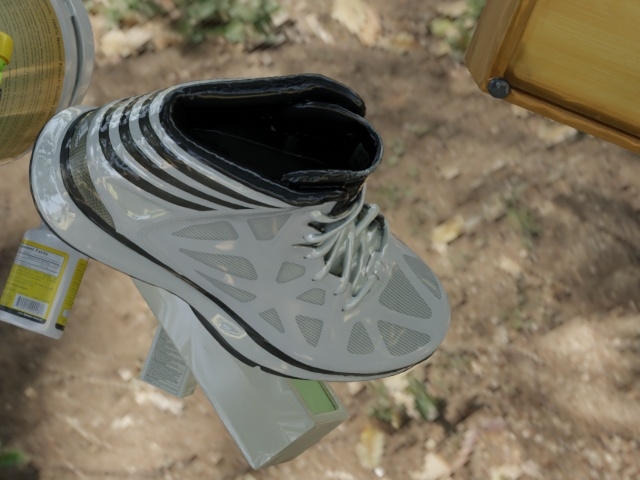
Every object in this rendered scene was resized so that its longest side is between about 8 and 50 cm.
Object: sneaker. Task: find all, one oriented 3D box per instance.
[{"bbox_3d":[-0.001,0.001,1.441,0.257,0.447,0.169,-12,59,48],"label":"sneaker"}]

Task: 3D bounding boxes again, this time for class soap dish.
[{"bbox_3d":[0.308,-0.202,1.699,0.291,0.229,0.118,22,40,0],"label":"soap dish"}]

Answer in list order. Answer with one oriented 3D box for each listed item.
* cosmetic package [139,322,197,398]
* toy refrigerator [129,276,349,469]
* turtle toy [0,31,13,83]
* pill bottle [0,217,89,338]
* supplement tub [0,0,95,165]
[{"bbox_3d":[-0.160,0.118,1.980,0.060,0.041,0.115,25,100,15],"label":"cosmetic package"},{"bbox_3d":[-0.087,0.097,1.778,0.094,0.102,0.269,-39,75,17],"label":"toy refrigerator"},{"bbox_3d":[-0.257,-0.106,1.199,0.130,0.066,0.095,142,140,-64],"label":"turtle toy"},{"bbox_3d":[-0.250,0.027,1.572,0.065,0.065,0.116,16,83,36],"label":"pill bottle"},{"bbox_3d":[-0.368,-0.168,1.593,0.228,0.316,0.228,4,102,21],"label":"supplement tub"}]
